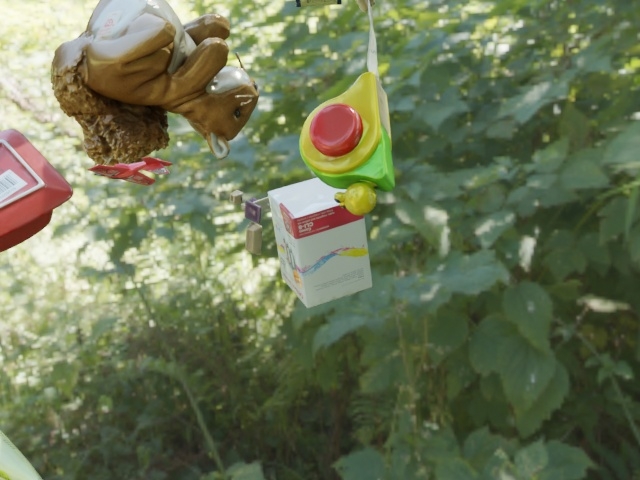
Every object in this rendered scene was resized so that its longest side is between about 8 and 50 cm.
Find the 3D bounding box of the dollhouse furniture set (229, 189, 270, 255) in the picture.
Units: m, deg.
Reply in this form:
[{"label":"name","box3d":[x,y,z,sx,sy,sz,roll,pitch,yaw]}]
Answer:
[{"label":"dollhouse furniture set","box3d":[-0.124,-0.039,1.723,0.091,0.114,0.081,26,32,37]}]

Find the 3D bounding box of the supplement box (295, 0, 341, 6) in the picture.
[{"label":"supplement box","box3d":[-0.006,-0.468,1.547,0.083,0.083,0.056,-3,55,2]}]

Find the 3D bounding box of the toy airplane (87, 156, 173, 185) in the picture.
[{"label":"toy airplane","box3d":[-0.313,-0.119,1.452,0.151,0.028,0.151,0,-7,0]}]

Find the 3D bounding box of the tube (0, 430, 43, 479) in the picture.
[{"label":"tube","box3d":[-0.398,0.227,0.995,0.240,0.062,0.070,33,15,11]}]

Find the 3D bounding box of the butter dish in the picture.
[{"label":"butter dish","box3d":[-0.424,-0.043,1.136,0.160,0.118,0.160,-33,62,-30]}]

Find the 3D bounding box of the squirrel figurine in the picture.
[{"label":"squirrel figurine","box3d":[-0.333,-0.315,1.801,0.397,0.370,0.281,-34,48,14]}]

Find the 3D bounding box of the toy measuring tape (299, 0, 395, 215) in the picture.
[{"label":"toy measuring tape","box3d":[0.028,-0.183,1.143,0.121,0.330,0.121,-3,-22,-1]}]

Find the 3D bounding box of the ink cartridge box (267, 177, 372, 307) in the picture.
[{"label":"ink cartridge box","box3d":[0.000,0.000,1.472,0.127,0.176,0.128,-18,29,-16]}]
